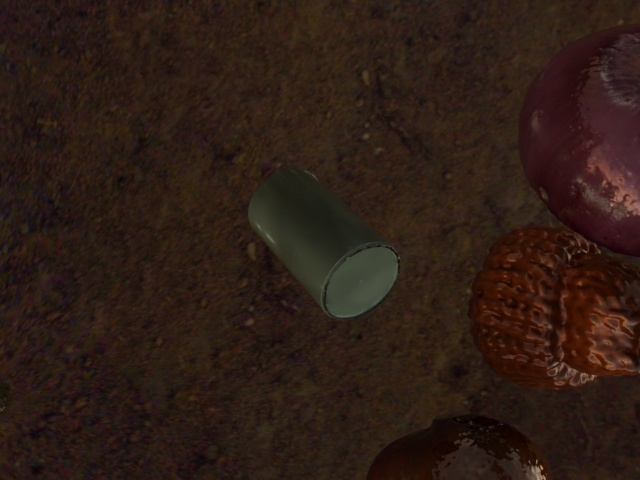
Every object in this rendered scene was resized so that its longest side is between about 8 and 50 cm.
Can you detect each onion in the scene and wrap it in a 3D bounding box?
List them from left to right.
[{"bbox_3d":[0.481,-0.155,1.035,0.358,0.345,0.358,9,70,-27],"label":"onion"}]

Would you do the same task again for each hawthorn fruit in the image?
[{"bbox_3d":[0.216,0.416,1.119,0.295,0.295,0.311,1,89,-27],"label":"hawthorn fruit"}]

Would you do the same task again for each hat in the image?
[{"bbox_3d":[0.438,0.121,1.172,0.285,0.400,0.285,-2,93,-31],"label":"hat"}]

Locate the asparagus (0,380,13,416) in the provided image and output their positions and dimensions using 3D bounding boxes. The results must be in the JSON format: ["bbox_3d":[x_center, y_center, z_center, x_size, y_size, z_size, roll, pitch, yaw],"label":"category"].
[{"bbox_3d":[-0.554,0.249,1.185,0.080,0.287,0.080,4,84,-39],"label":"asparagus"}]

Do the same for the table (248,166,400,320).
[{"bbox_3d":[0.000,0.000,1.037,0.126,0.220,0.126,-20,132,-24],"label":"table"}]
